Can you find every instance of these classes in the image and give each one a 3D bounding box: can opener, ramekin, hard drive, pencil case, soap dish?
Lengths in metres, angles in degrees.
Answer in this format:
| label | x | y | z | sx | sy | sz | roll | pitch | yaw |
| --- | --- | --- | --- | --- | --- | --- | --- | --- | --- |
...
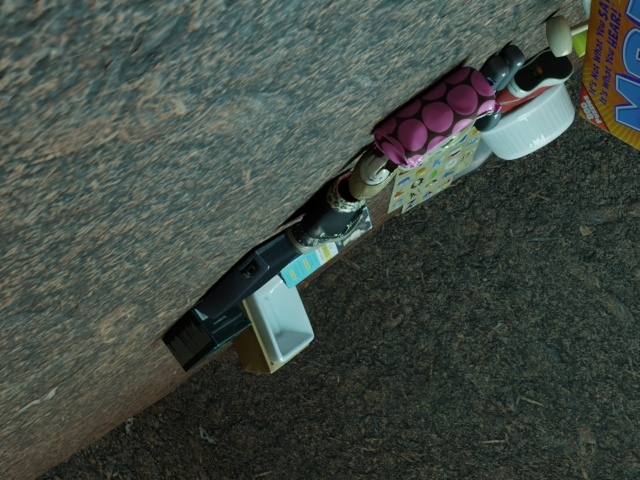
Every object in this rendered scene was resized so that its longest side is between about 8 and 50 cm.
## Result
| label | x | y | z | sx | sy | sz | roll | pitch | yaw |
| --- | --- | --- | --- | --- | --- | --- | --- | --- | --- |
| can opener | 0.350 | -0.302 | 1.656 | 0.074 | 0.093 | 0.280 | -36 | 170 | -7 |
| ramekin | 0.548 | -0.325 | 2.211 | 0.273 | 0.127 | 0.273 | -33 | -168 | 8 |
| hard drive | -0.144 | 0.072 | 1.755 | 0.172 | 0.054 | 0.255 | -33 | 173 | -48 |
| pencil case | 0.193 | -0.200 | 1.376 | 0.209 | 0.098 | 0.095 | -36 | 175 | -9 |
| soap dish | -0.137 | 0.199 | 2.102 | 0.118 | 0.229 | 0.291 | -22 | 180 | 19 |

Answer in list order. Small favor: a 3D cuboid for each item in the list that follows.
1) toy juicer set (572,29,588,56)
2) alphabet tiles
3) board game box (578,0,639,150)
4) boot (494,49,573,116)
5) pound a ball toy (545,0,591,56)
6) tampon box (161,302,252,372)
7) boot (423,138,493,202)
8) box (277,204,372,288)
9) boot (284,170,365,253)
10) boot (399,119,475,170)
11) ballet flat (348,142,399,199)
| label | x | y | z | sx | sy | sz | roll | pitch | yaw |
| --- | --- | --- | --- | --- | --- | --- | --- | --- | --- |
| toy juicer set | 0.793 | -0.591 | 2.100 | 0.329 | 0.089 | 0.209 | -41 | 174 | 33 |
| alphabet tiles | 0.298 | -0.192 | 2.157 | 0.285 | 0.011 | 0.342 | -30 | 159 | -16 |
| board game box | 0.662 | -0.330 | 1.258 | 0.356 | 0.356 | 0.356 | -36 | 144 | -17 |
| boot | 0.501 | -0.378 | 2.057 | 0.244 | 0.088 | 0.176 | -27 | 172 | -32 |
| pound a ball toy | 0.585 | -0.484 | 1.558 | 0.319 | 0.135 | 0.208 | -36 | -160 | -19 |
| tampon box | -0.259 | 0.204 | 1.883 | 0.120 | 0.101 | 0.161 | -32 | 173 | -46 |
| boot | 0.369 | -0.236 | 2.309 | 0.338 | 0.118 | 0.223 | -45 | 166 | 3 |
| box | 0.000 | 0.000 | 1.888 | 0.244 | 0.060 | 0.100 | -37 | 151 | -8 |
| boot | 0.050 | -0.071 | 1.644 | 0.236 | 0.085 | 0.178 | -32 | 170 | -48 |
| boot | 0.233 | -0.225 | 1.588 | 0.213 | 0.077 | 0.165 | -36 | 173 | -10 |
| ballet flat | 0.119 | -0.154 | 1.468 | 0.206 | 0.073 | 0.067 | -49 | 173 | 14 |
